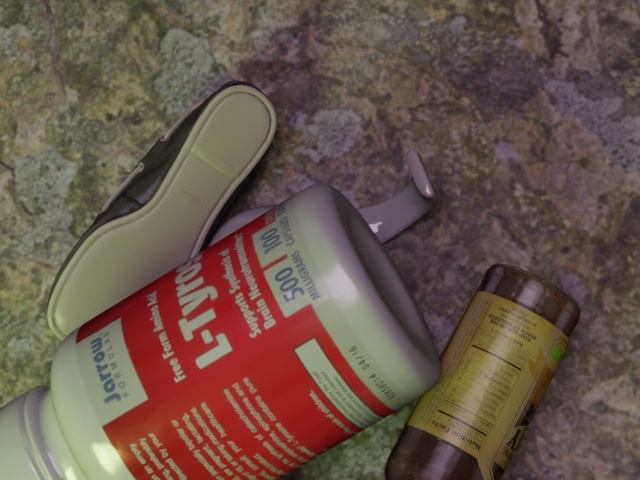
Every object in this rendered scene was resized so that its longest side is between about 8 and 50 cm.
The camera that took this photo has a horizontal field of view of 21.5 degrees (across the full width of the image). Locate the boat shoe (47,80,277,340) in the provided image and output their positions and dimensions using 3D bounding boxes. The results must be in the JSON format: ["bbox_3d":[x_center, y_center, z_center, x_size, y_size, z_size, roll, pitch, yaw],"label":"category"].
[{"bbox_3d":[-0.167,-0.027,1.789,0.112,0.095,0.335,40,86,-14],"label":"boat shoe"}]

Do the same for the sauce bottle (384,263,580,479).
[{"bbox_3d":[0.134,0.194,1.646,0.111,0.111,0.344,27,81,17],"label":"sauce bottle"}]

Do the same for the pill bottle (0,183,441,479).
[{"bbox_3d":[-0.108,0.139,1.627,0.407,0.229,0.229,-31,70,9],"label":"pill bottle"}]

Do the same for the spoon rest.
[{"bbox_3d":[0.000,0.000,1.757,0.276,0.084,0.137,-26,68,15],"label":"spoon rest"}]
